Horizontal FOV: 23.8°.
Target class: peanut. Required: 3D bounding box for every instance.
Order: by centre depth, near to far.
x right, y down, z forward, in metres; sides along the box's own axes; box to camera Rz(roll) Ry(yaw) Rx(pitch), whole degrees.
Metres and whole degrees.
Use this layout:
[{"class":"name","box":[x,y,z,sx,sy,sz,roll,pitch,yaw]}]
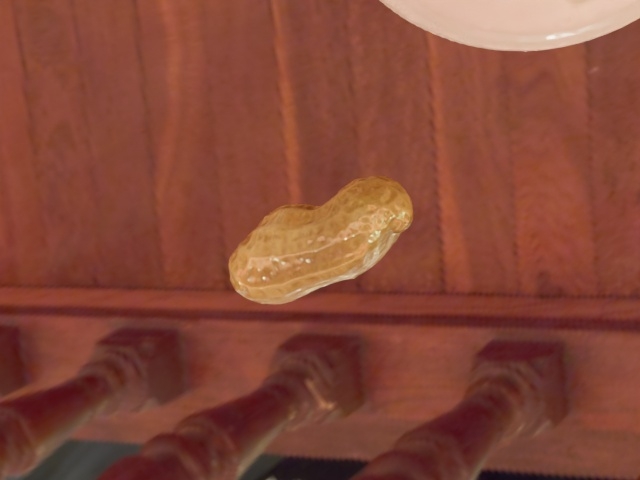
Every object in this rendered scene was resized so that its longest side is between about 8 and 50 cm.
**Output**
[{"class":"peanut","box":[0.000,0.000,0.843,0.113,0.054,0.054,-24,91,16]}]

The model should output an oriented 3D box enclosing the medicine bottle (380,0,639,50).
[{"class":"medicine bottle","box":[0.096,-0.272,0.785,0.213,0.379,0.214,1,129,2]}]
